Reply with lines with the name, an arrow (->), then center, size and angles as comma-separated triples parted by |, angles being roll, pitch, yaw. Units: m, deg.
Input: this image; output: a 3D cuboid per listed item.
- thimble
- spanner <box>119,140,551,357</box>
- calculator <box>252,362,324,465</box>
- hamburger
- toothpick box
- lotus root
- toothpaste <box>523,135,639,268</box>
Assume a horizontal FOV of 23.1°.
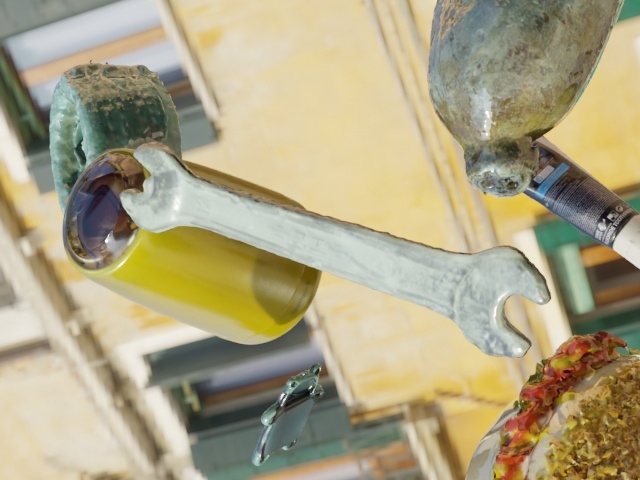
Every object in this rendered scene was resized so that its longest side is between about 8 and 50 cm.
thimble -> -0.282, -0.132, 2.140 | 0.198, 0.143, 0.235 | -11, 85, 63
spanner -> 0.000, 0.000, 0.943 | 0.017, 0.302, 0.071 | -31, -47, -51
calculator -> -0.036, 0.195, 1.760 | 0.094, 0.141, 0.019 | -23, -124, -42
hamburger -> 0.259, 0.232, 1.322 | 0.294, 0.179, 0.276 | 36, -112, -19
toothpick box -> -0.141, 0.001, 1.672 | 0.271, 0.175, 0.175 | 22, -130, -45
lotus root -> 0.188, -0.210, 1.453 | 0.175, 0.175, 0.349 | 51, -125, -57
toothpaste -> 0.269, -0.044, 1.607 | 0.193, 0.071, 0.045 | 37, 161, 24
